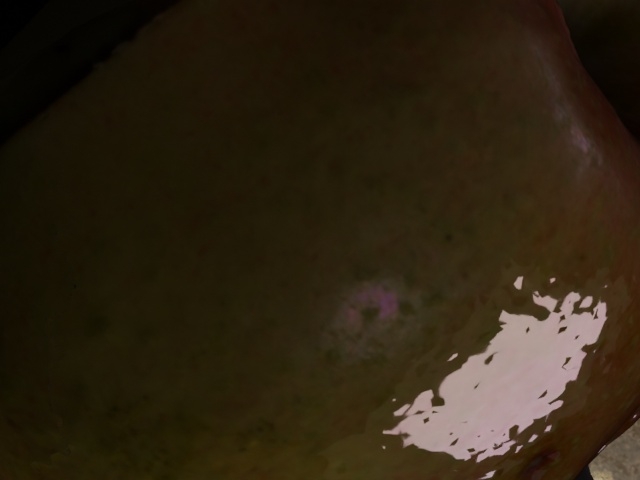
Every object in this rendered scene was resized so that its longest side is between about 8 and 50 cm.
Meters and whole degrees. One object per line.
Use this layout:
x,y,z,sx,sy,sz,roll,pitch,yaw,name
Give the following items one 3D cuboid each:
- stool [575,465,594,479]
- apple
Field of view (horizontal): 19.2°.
-0.087,0.160,0.690,0.330,0.297,0.297,-50,179,33,stool
0.000,0.000,0.464,0.188,0.173,0.207,-22,152,38,apple
